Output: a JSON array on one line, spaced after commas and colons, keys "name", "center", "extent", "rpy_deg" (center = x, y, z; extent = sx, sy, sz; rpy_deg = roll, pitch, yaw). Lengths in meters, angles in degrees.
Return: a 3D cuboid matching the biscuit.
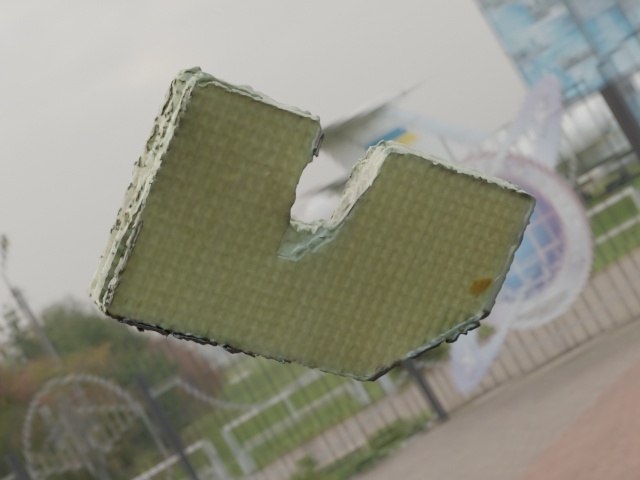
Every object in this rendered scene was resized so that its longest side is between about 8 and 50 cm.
[{"name": "biscuit", "center": [0.000, 0.000, 0.873], "extent": [0.250, 0.147, 0.046], "rpy_deg": [16, 11, -30]}]
